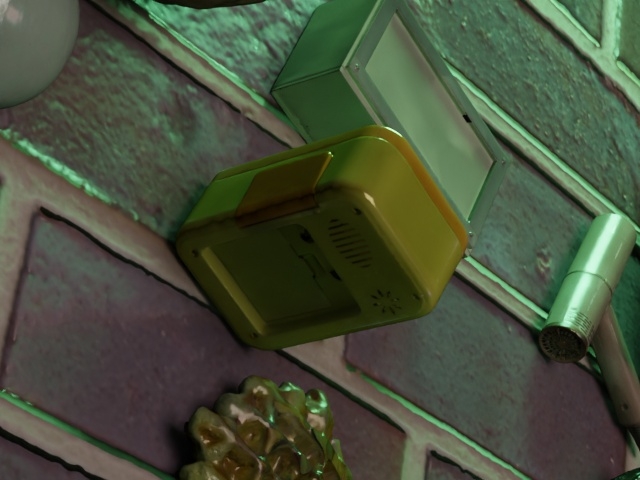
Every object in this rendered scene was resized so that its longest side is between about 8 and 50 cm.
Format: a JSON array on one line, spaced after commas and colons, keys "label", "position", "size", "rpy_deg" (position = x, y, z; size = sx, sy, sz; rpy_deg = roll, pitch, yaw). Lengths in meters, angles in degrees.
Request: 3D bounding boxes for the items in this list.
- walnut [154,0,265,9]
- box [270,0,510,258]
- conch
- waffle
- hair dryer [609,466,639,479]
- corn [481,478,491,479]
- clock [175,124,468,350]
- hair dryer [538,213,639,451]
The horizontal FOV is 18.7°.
[{"label": "walnut", "position": [-0.078, -0.302, 1.519], "size": [0.248, 0.248, 0.248], "rpy_deg": [21, 62, -48]}, {"label": "box", "position": [0.068, -0.100, 1.757], "size": [0.225, 0.086, 0.129], "rpy_deg": [53, 42, -28]}, {"label": "conch", "position": [-0.262, -0.183, 1.347], "size": [0.221, 0.121, 0.185], "rpy_deg": [11, 41, -46]}, {"label": "waffle", "position": [-0.034, 0.217, 1.543], "size": [0.204, 0.054, 0.223], "rpy_deg": [-4, 83, -53]}, {"label": "hair dryer", "position": [0.319, 0.430, 1.932], "size": [0.284, 0.156, 0.320], "rpy_deg": [-39, 97, -30]}, {"label": "corn", "position": [0.153, 0.352, 1.708], "size": [0.098, 0.098, 0.289], "rpy_deg": [-17, 93, -53]}, {"label": "clock", "position": [0.000, 0.000, 1.535], "size": [0.143, 0.202, 0.096], "rpy_deg": [57, 42, -23]}, {"label": "hair dryer", "position": [0.318, 0.111, 2.038], "size": [0.220, 0.054, 0.195], "rpy_deg": [57, 40, -24]}]
